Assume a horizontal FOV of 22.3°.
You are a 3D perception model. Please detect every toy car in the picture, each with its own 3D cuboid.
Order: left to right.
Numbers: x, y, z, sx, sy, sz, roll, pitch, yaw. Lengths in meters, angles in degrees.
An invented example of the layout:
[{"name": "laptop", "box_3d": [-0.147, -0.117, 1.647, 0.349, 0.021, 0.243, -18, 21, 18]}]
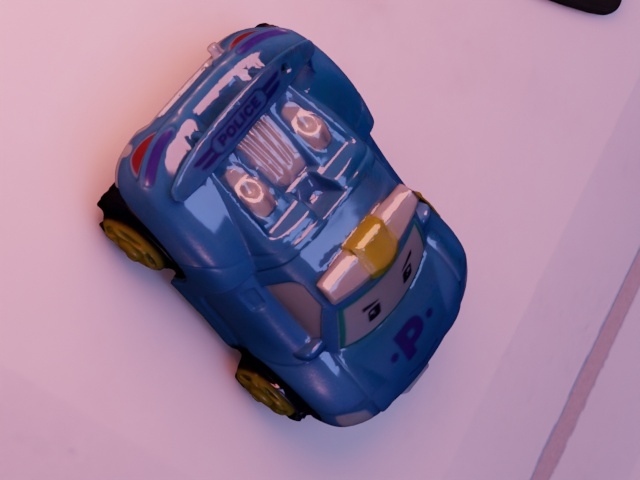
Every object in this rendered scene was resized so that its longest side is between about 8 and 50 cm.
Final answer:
[{"name": "toy car", "box_3d": [0.000, 0.000, 1.125, 0.198, 0.166, 0.314, -49, 120, -18]}]

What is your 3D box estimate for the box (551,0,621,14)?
[{"name": "box", "box_3d": [0.209, -0.256, 1.336, 0.126, 0.027, 0.125, 11, 91, -38]}]
